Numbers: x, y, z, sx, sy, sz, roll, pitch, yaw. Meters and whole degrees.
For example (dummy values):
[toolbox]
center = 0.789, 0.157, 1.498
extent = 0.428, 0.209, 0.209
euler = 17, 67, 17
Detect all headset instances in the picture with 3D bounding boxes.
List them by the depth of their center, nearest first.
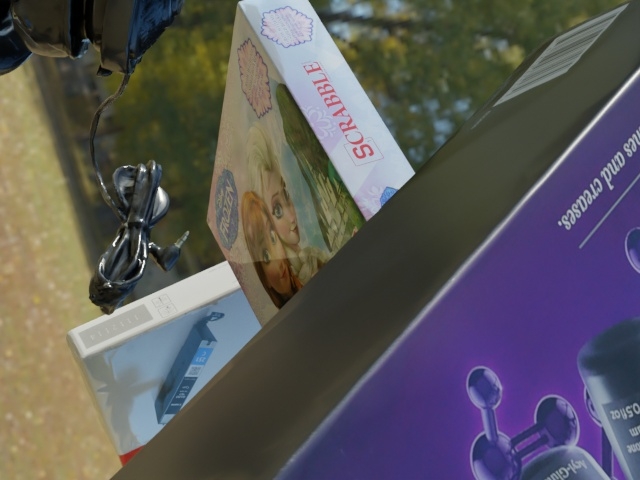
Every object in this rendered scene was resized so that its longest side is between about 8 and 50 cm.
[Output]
[headset]
center = -0.186, -0.136, 0.882
extent = 0.394, 0.243, 0.185
euler = 62, 30, -45

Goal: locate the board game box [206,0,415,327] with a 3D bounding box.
[board game box]
center = 0.000, 0.000, 1.313
extent = 0.318, 0.066, 0.319
euler = 60, -25, 29

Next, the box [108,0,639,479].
[box]
center = 0.085, 0.062, 0.420
extent = 0.103, 0.261, 0.184
euler = -21, -71, 50

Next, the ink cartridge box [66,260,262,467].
[ink cartridge box]
center = -0.096, 0.151, 1.612
extent = 0.066, 0.296, 0.261
euler = 48, -22, 53
